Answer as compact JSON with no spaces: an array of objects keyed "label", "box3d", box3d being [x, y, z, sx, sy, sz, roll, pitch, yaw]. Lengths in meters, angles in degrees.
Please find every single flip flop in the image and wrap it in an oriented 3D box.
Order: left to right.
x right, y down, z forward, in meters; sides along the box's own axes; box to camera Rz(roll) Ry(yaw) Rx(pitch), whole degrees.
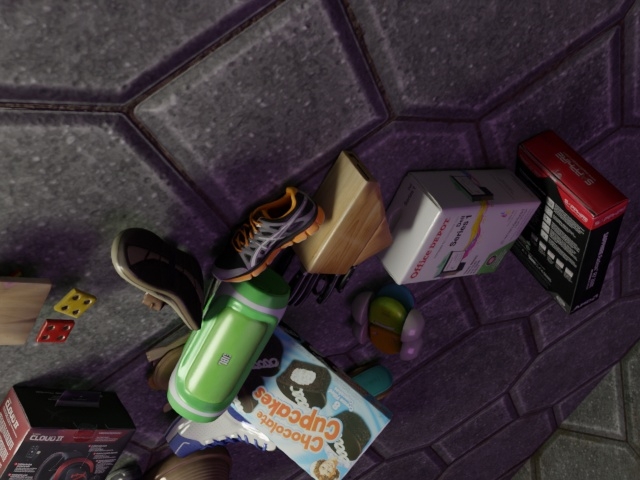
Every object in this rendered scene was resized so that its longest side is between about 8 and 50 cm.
[{"label":"flip flop","box3d":[-0.261,0.065,1.150,0.080,0.112,0.277,-10,154,17]}]

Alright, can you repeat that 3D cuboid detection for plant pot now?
[{"label":"plant pot","box3d":[-0.309,0.601,1.719,0.237,0.109,0.237,-22,143,-18]}]

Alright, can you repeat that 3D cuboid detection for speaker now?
[{"label":"speaker","box3d":[-0.169,0.186,1.306,0.131,0.131,0.296,10,117,-45]}]

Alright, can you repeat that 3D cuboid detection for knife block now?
[{"label":"knife block","box3d":[0.000,0.000,1.281,0.242,0.088,0.275,-30,145,-7]}]

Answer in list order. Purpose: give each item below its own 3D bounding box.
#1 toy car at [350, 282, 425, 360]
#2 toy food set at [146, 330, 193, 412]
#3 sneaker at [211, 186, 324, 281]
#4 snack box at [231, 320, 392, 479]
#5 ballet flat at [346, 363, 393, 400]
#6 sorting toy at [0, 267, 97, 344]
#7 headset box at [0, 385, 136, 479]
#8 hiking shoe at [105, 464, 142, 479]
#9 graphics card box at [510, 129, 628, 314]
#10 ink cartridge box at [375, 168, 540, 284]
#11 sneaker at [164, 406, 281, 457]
[{"label":"toy car","box3d":[0.159,0.165,1.576,0.136,0.159,0.182,-56,156,-32]},{"label":"toy food set","box3d":[-0.276,0.242,1.396,0.132,0.038,0.192,-26,139,-24]},{"label":"sneaker","box3d":[-0.099,-0.013,1.206,0.215,0.084,0.083,-37,131,-2]},{"label":"snack box","box3d":[-0.042,0.308,1.399,0.187,0.322,0.060,-53,172,7]},{"label":"ballet flat","box3d":[0.021,0.396,1.764,0.342,0.116,0.124,-19,161,-27]},{"label":"sorting toy","box3d":[-0.473,0.092,1.048,0.275,0.046,0.132,6,128,-42]},{"label":"headset box","box3d":[-0.492,0.390,1.297,0.218,0.110,0.293,18,110,-48]},{"label":"hiking shoe","box3d":[-0.436,0.593,1.601,0.086,0.114,0.227,-5,135,-35]},{"label":"graphics card box","box3d":[0.513,-0.029,1.533,0.094,0.232,0.371,-27,143,-11]},{"label":"ink cartridge box","box3d":[0.267,-0.030,1.434,0.278,0.117,0.201,-5,135,-34]},{"label":"sneaker","box3d":[-0.160,0.384,1.498,0.315,0.182,0.127,-37,163,5]}]
